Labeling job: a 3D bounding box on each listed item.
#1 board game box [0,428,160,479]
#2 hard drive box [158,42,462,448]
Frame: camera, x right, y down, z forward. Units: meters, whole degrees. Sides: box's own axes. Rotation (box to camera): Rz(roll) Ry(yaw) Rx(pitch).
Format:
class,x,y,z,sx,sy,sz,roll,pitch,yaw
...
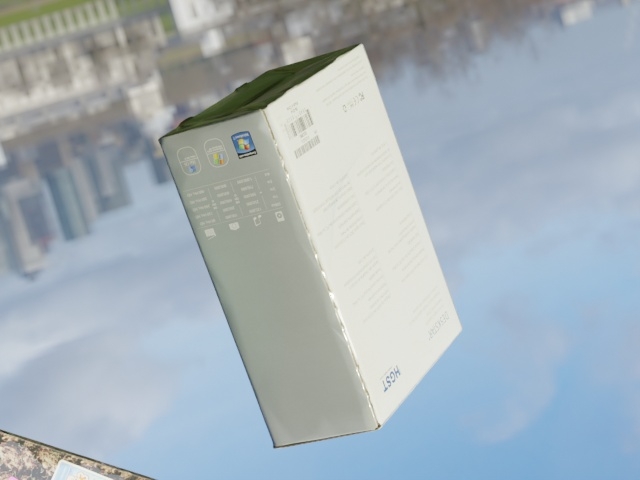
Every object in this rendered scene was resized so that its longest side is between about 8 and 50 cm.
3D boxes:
class,x,y,z,sx,sy,sz,roll,pitch,yaw
board game box,-0.252,0.171,1.078,0.291,0.141,0.232,24,168,-37
hard drive box,0.000,0.000,1.253,0.089,0.232,0.181,-14,-168,28
